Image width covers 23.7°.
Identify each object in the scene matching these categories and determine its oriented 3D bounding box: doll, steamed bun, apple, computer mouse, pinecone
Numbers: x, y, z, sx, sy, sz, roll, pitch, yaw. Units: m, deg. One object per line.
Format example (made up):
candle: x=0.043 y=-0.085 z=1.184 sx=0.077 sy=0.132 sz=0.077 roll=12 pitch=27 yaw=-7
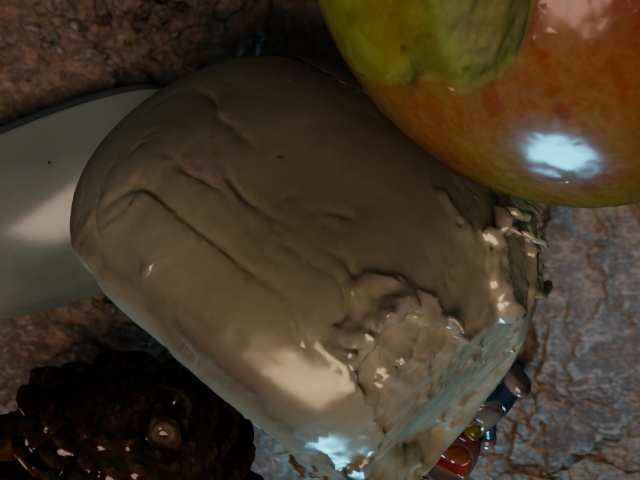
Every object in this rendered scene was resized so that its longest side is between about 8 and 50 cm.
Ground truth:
doll: x=0.106 y=0.154 z=1.280 sx=0.114 sy=0.085 sz=0.152 roll=30 pitch=114 yaw=-33
steamed bun: x=0.000 y=0.000 z=1.049 sx=0.312 sy=0.334 sz=0.233 roll=40 pitch=90 yaw=11
apple: x=0.160 y=-0.181 z=0.904 sx=0.339 sy=0.339 sz=0.340 roll=4 pitch=124 yaw=7
computer mouse: x=-0.211 y=-0.019 z=1.211 sx=0.288 sy=0.097 sz=0.159 roll=-15 pitch=117 yaw=19
pinecone: x=-0.183 y=0.235 z=1.292 sx=0.246 sy=0.246 sz=0.292 roll=22 pitch=133 yaw=-5
